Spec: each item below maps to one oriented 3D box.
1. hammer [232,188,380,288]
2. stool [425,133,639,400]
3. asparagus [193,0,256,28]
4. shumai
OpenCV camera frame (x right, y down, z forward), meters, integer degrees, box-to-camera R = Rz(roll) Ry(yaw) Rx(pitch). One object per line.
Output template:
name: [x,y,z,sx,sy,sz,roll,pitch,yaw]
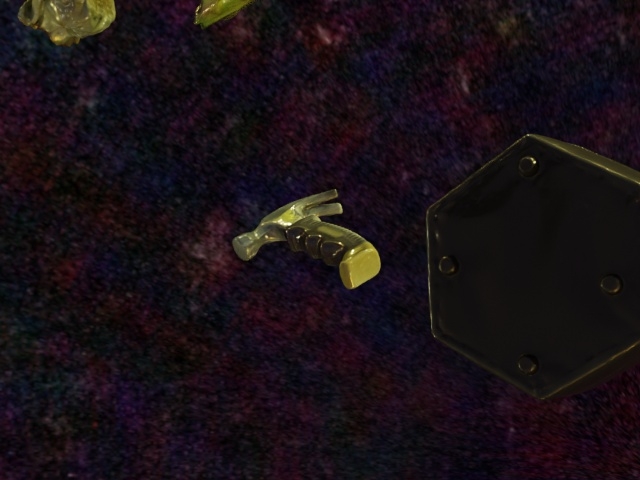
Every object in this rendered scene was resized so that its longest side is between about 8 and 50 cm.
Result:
hammer: [0.000,0.000,1.176,0.158,0.041,0.226,-31,29,-22]
stool: [0.211,0.023,0.808,0.232,0.141,0.232,-3,84,33]
asparagus: [-0.101,-0.441,1.514,0.085,0.082,0.343,35,58,28]
shumai: [-0.423,-0.404,1.458,0.141,0.184,0.184,-24,68,16]
